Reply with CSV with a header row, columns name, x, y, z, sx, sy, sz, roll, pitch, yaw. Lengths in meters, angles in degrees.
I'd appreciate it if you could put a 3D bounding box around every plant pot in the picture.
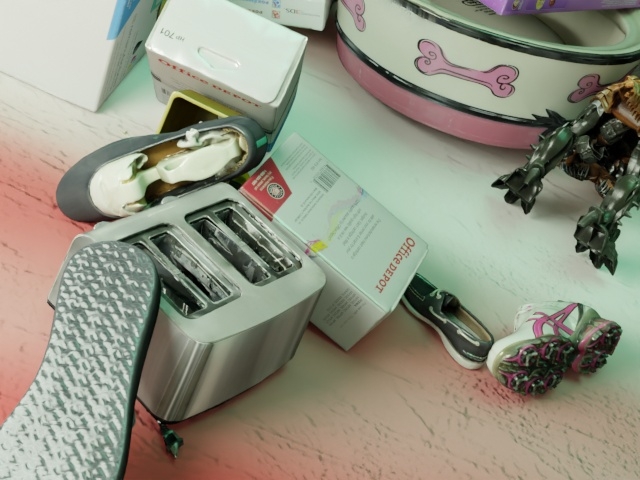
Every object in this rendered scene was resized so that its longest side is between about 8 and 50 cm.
name,x,y,z,sx,sy,sz,roll,pitch,yaw
plant pot,-0.111,-0.098,1.086,0.081,0.081,0.083,25,18,-2

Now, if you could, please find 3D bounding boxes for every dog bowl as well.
name,x,y,z,sx,sy,sz,roll,pitch,yaw
dog bowl,0.199,-0.262,1.416,0.408,0.150,0.408,12,32,-8

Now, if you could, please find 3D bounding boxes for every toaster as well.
name,x,y,z,sx,sy,sz,roll,pitch,yaw
toaster,-0.105,0.052,0.935,0.186,0.110,0.168,43,41,21

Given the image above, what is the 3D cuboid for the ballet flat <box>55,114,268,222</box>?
name,x,y,z,sx,sy,sz,roll,pitch,yaw
ballet flat,-0.145,-0.062,1.007,0.203,0.074,0.074,-18,45,3

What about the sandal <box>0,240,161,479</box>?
name,x,y,z,sx,sy,sz,roll,pitch,yaw
sandal,-0.170,0.123,0.800,0.097,0.054,0.254,15,63,7

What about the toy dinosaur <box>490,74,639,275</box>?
name,x,y,z,sx,sy,sz,roll,pitch,yaw
toy dinosaur,0.320,-0.108,1.272,0.164,0.218,0.322,37,-6,38

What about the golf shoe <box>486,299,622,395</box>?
name,x,y,z,sx,sy,sz,roll,pitch,yaw
golf shoe,0.213,0.100,1.107,0.186,0.067,0.086,-7,33,-46

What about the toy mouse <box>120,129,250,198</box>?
name,x,y,z,sx,sy,sz,roll,pitch,yaw
toy mouse,-0.137,-0.070,1.127,0.143,0.031,0.161,22,37,-5

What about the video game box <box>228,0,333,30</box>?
name,x,y,z,sx,sy,sz,roll,pitch,yaw
video game box,-0.069,-0.344,1.440,0.187,0.048,0.205,10,39,3

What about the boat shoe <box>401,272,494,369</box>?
name,x,y,z,sx,sy,sz,roll,pitch,yaw
boat shoe,0.122,0.070,1.105,0.046,0.038,0.125,-10,50,-38

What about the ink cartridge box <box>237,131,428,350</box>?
name,x,y,z,sx,sy,sz,roll,pitch,yaw
ink cartridge box,0.000,0.000,1.062,0.175,0.072,0.127,41,37,-2

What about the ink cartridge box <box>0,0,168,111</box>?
name,x,y,z,sx,sy,sz,roll,pitch,yaw
ink cartridge box,-0.255,-0.313,1.212,0.197,0.198,0.270,25,38,-1

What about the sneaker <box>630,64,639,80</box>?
name,x,y,z,sx,sy,sz,roll,pitch,yaw
sneaker,0.542,-0.345,1.759,0.210,0.137,0.366,25,40,-6

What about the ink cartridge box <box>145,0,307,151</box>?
name,x,y,z,sx,sy,sz,roll,pitch,yaw
ink cartridge box,-0.095,-0.170,1.143,0.140,0.190,0.082,25,79,-1

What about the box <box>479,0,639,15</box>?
name,x,y,z,sx,sy,sz,roll,pitch,yaw
box,0.256,-0.349,1.382,0.293,0.057,0.201,-13,43,-40
